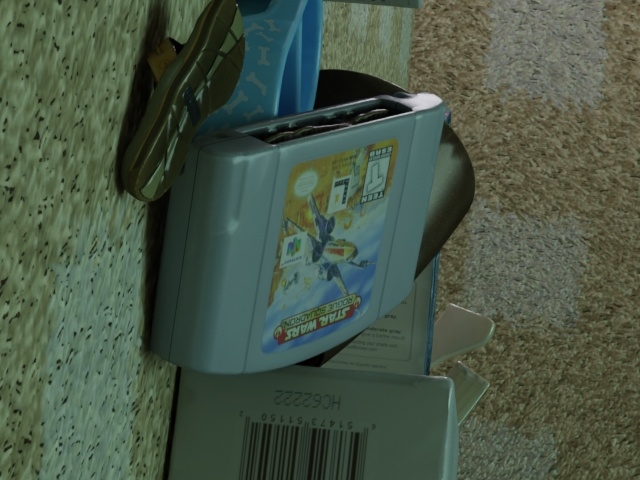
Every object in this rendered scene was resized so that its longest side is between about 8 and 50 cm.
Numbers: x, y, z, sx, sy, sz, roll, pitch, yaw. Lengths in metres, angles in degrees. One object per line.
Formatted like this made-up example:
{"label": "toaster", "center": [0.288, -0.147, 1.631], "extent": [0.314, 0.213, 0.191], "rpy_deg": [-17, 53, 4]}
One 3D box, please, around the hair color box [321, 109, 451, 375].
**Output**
{"label": "hair color box", "center": [0.058, 0.012, 2.109], "extent": [0.105, 0.174, 0.347], "rpy_deg": [-59, 154, -72]}

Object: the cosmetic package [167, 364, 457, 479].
{"label": "cosmetic package", "center": [0.009, 0.219, 1.605], "extent": [0.453, 0.230, 0.161], "rpy_deg": [71, 25, -77]}

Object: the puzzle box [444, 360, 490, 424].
{"label": "puzzle box", "center": [0.076, 0.331, 2.230], "extent": [0.272, 0.052, 0.409], "rpy_deg": [-50, 172, -25]}

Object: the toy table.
{"label": "toy table", "center": [0.090, 0.137, 2.365], "extent": [0.274, 0.252, 0.161], "rpy_deg": [100, 14, -79]}

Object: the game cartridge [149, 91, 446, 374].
{"label": "game cartridge", "center": [-0.010, -0.003, 1.364], "extent": [0.297, 0.062, 0.198], "rpy_deg": [-18, 120, -50]}

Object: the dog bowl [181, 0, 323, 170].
{"label": "dog bowl", "center": [-0.051, -0.132, 1.454], "extent": [0.297, 0.074, 0.166], "rpy_deg": [-75, 169, -58]}

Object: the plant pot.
{"label": "plant pot", "center": [0.000, 0.000, 1.583], "extent": [0.215, 0.215, 0.230], "rpy_deg": [88, 25, -49]}

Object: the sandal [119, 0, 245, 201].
{"label": "sandal", "center": [-0.100, -0.103, 1.190], "extent": [0.072, 0.049, 0.180], "rpy_deg": [79, 31, -51]}

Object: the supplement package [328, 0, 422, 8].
{"label": "supplement package", "center": [0.049, -0.407, 1.801], "extent": [0.204, 0.145, 0.262], "rpy_deg": [84, 13, -62]}
